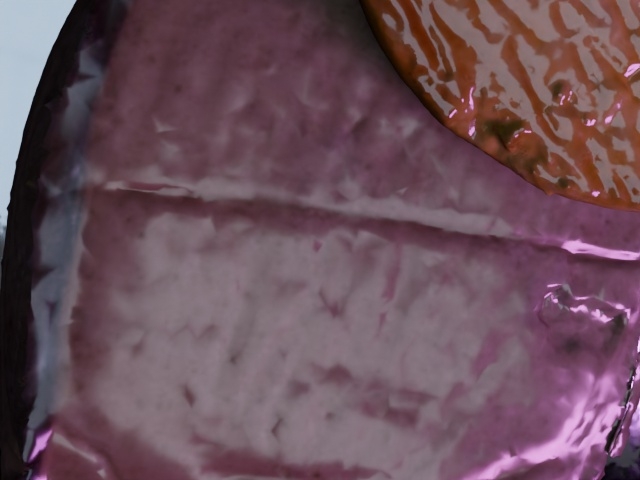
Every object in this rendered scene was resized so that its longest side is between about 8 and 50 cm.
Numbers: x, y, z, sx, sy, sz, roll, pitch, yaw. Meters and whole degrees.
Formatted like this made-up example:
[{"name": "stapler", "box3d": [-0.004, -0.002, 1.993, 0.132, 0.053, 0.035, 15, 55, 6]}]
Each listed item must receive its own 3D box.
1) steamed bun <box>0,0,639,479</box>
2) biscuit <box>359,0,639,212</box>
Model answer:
[{"name": "steamed bun", "box3d": [0.000, 0.000, 0.495, 0.251, 0.199, 0.301, 17, 89, -7]}, {"name": "biscuit", "box3d": [0.081, -0.101, 0.381, 0.144, 0.033, 0.224, -29, 100, 0]}]
